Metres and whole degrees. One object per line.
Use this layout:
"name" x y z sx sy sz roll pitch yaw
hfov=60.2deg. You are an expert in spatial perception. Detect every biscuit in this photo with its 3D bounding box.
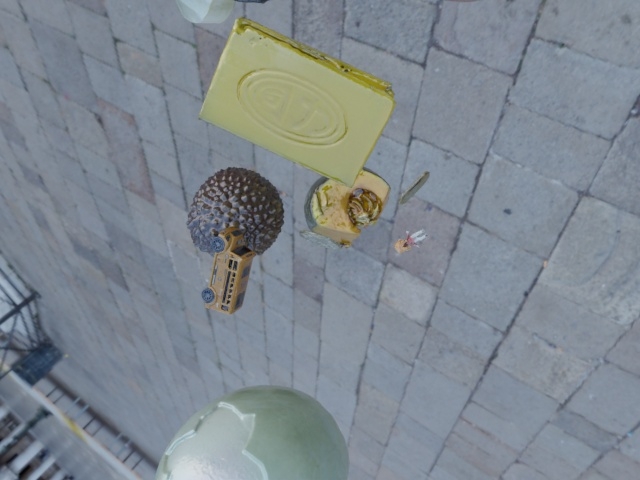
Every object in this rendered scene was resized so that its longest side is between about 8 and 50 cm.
"biscuit" 0.311 -0.174 1.836 0.018 0.147 0.071 44 -179 20
"biscuit" 0.000 0.000 1.430 0.120 0.015 0.120 20 169 4

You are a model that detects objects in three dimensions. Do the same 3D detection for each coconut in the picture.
"coconut" -0.389 -0.815 1.802 0.202 0.222 0.201 12 111 36

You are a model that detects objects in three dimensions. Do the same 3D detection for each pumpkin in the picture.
"pumpkin" 0.084 -0.127 1.915 0.256 0.303 0.225 37 169 -1

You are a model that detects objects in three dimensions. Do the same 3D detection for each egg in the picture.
"egg" -0.117 0.393 0.924 0.279 0.336 0.277 7 102 37

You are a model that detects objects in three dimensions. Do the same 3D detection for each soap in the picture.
"soap" -0.043 -0.253 1.018 0.325 0.096 0.204 23 112 -9

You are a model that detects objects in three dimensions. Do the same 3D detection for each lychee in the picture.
"lychee" -0.232 -0.062 1.461 0.268 0.267 0.267 27 143 23

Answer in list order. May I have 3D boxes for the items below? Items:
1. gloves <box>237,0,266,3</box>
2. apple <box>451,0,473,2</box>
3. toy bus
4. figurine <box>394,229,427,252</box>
"gloves" -0.169 -0.612 1.316 0.181 0.129 0.106 -6 142 13
"apple" 0.232 -0.553 0.855 0.348 0.277 0.348 160 90 -77
"toy bus" -0.209 0.069 1.286 0.088 0.083 0.194 19 109 15
"figurine" 0.273 0.001 1.681 0.109 0.047 0.064 -32 97 30
